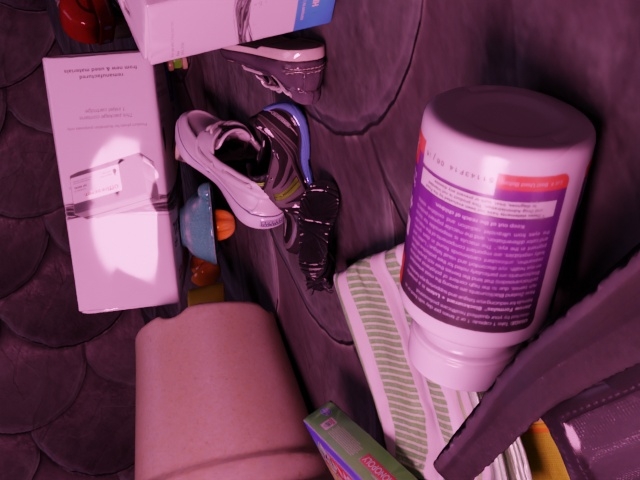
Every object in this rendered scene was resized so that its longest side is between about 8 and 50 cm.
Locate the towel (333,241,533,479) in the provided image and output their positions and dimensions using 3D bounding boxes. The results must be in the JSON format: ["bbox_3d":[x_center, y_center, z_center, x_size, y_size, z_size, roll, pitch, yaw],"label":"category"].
[{"bbox_3d":[0.093,0.127,0.820,0.325,0.038,0.248,155,99,-77],"label":"towel"}]

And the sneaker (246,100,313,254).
[{"bbox_3d":[-0.048,-0.071,1.017,0.067,0.078,0.188,38,142,58],"label":"sneaker"}]

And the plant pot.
[{"bbox_3d":[-0.150,0.268,1.290,0.334,0.334,0.305,114,146,-62],"label":"plant pot"}]

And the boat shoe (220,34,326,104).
[{"bbox_3d":[-0.058,-0.192,0.950,0.206,0.075,0.065,29,130,57],"label":"boat shoe"}]

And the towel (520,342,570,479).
[{"bbox_3d":[0.181,0.191,0.709,0.102,0.021,0.237,130,121,-68],"label":"towel"}]

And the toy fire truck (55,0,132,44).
[{"bbox_3d":[-0.472,-0.472,1.567,0.158,0.246,0.217,143,108,-70],"label":"toy fire truck"}]

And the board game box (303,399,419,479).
[{"bbox_3d":[0.101,0.325,0.932,0.213,0.046,0.317,64,165,-22],"label":"board game box"}]

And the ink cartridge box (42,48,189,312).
[{"bbox_3d":[-0.321,-0.112,1.412,0.285,0.166,0.395,-109,15,-75],"label":"ink cartridge box"}]

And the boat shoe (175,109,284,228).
[{"bbox_3d":[-0.120,-0.123,1.173,0.258,0.095,0.084,44,143,35],"label":"boat shoe"}]

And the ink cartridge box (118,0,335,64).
[{"bbox_3d":[-0.096,-0.262,0.816,0.139,0.191,0.082,64,159,23],"label":"ink cartridge box"}]

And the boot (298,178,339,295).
[{"bbox_3d":[0.001,0.000,0.990,0.099,0.045,0.121,65,-149,-74],"label":"boot"}]

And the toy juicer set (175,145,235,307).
[{"bbox_3d":[-0.188,-0.042,1.442,0.209,0.089,0.329,-103,9,-65],"label":"toy juicer set"}]

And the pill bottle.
[{"bbox_3d":[0.110,0.003,0.578,0.108,0.108,0.193,49,142,48],"label":"pill bottle"}]

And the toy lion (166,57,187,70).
[{"bbox_3d":[-0.246,-0.341,1.400,0.096,0.034,0.100,-117,20,-44],"label":"toy lion"}]

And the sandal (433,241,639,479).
[{"bbox_3d":[0.174,0.062,0.430,0.107,0.167,0.446,48,154,14],"label":"sandal"}]
